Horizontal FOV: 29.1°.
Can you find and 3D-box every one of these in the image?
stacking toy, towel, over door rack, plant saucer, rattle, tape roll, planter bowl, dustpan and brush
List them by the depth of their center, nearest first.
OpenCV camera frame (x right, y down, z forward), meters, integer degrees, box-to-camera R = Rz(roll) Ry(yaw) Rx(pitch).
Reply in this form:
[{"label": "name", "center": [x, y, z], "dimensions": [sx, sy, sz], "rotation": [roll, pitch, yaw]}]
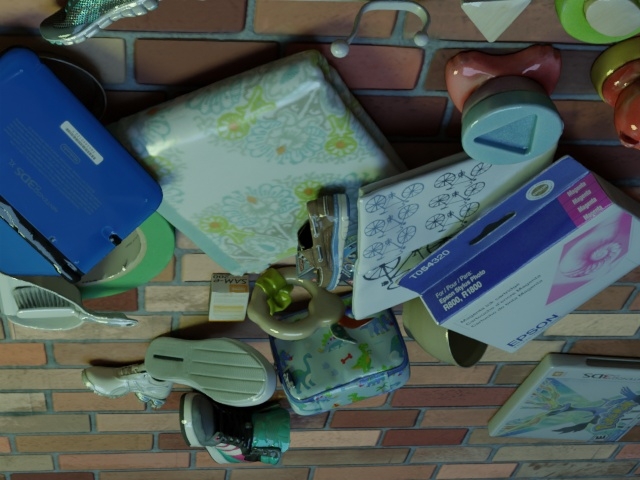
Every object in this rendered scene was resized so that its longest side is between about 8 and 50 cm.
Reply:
[{"label": "over door rack", "center": [0.012, -0.317, 1.333], "dimensions": [0.324, 0.108, 0.239], "rotation": [7, 145, -18]}, {"label": "stacking toy", "center": [0.312, -0.200, 1.536], "dimensions": [0.309, 0.130, 0.279], "rotation": [-10, 148, 8]}, {"label": "plant saucer", "center": [-0.356, -0.188, 1.563], "dimensions": [0.169, 0.029, 0.168], "rotation": [-3, 147, -2]}, {"label": "towel", "center": [-0.069, -0.098, 1.694], "dimensions": [0.321, 0.090, 0.374], "rotation": [-20, 145, 18]}, {"label": "tape roll", "center": [-0.371, -0.024, 1.778], "dimensions": [0.321, 0.077, 0.321], "rotation": [-4, 148, -2]}, {"label": "dustpan and brush", "center": [-0.380, 0.102, 1.846], "dimensions": [0.211, 0.060, 0.147], "rotation": [0, 148, -8]}, {"label": "rattle", "center": [-0.017, 0.134, 1.998], "dimensions": [0.200, 0.130, 0.142], "rotation": [15, 135, 4]}, {"label": "planter bowl", "center": [0.204, 0.124, 2.034], "dimensions": [0.109, 0.162, 0.162], "rotation": [7, 158, 36]}]

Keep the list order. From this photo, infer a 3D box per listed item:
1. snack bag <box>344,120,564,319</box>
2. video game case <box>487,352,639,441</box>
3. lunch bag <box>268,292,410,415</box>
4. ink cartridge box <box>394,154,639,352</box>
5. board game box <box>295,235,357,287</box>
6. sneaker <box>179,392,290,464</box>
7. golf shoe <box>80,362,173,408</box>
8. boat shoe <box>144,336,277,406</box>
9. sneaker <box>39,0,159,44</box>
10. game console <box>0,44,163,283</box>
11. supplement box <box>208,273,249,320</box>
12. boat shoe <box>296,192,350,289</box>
[{"label": "snack bag", "center": [0.188, -0.014, 1.793], "dimensions": [0.323, 0.037, 0.342], "rotation": [-20, 148, -16]}, {"label": "video game case", "center": [0.534, 0.323, 2.484], "dimensions": [0.300, 0.036, 0.329], "rotation": [5, 147, -14]}, {"label": "lunch bag", "center": [0.029, 0.183, 2.056], "dimensions": [0.219, 0.176, 0.090], "rotation": [-17, 148, -1]}, {"label": "ink cartridge box", "center": [0.328, 0.035, 1.857], "dimensions": [0.324, 0.071, 0.330], "rotation": [-38, 148, 22]}, {"label": "board game box", "center": [0.069, 0.022, 1.923], "dimensions": [0.194, 0.060, 0.194], "rotation": [-22, 144, 27]}, {"label": "sneaker", "center": [-0.149, 0.362, 2.370], "dimensions": [0.178, 0.123, 0.295], "rotation": [-7, 156, 13]}, {"label": "golf shoe", "center": [-0.347, 0.245, 2.238], "dimensions": [0.176, 0.069, 0.086], "rotation": [15, 123, -33]}, {"label": "boat shoe", "center": [-0.173, 0.215, 2.104], "dimensions": [0.302, 0.109, 0.094], "rotation": [9, 177, 43]}, {"label": "sneaker", "center": [-0.259, -0.283, 1.410], "dimensions": [0.167, 0.065, 0.076], "rotation": [-21, 128, 19]}, {"label": "game console", "center": [-0.397, -0.093, 1.589], "dimensions": [0.250, 0.173, 0.293], "rotation": [-42, 125, -2]}, {"label": "supplement box", "center": [-0.152, 0.095, 2.031], "dimensions": [0.062, 0.036, 0.098], "rotation": [1, 148, -9]}, {"label": "boat shoe", "center": [0.000, 0.000, 1.726], "dimensions": [0.066, 0.066, 0.183], "rotation": [2, 136, -5]}]
